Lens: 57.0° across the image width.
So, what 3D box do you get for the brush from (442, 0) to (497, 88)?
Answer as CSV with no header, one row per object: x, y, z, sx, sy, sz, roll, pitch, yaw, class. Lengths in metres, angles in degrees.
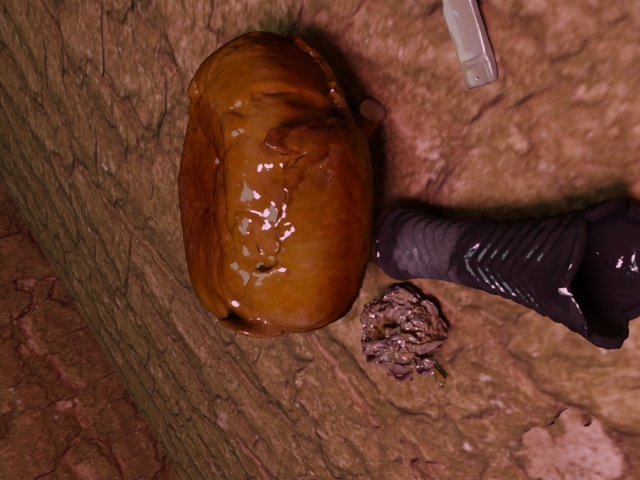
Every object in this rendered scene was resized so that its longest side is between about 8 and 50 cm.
0.109,-0.213,0.480,0.033,0.030,0.179,-6,118,39,brush

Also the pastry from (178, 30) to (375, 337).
-0.065,-0.052,0.654,0.356,0.163,0.356,170,90,-67,pastry

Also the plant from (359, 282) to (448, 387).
0.108,0.117,0.690,0.122,0.104,0.116,44,-163,-28,plant

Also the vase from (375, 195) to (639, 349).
0.151,0.013,0.517,0.237,0.115,0.116,10,120,57,vase

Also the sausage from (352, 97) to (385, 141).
0.035,-0.109,0.648,0.031,0.031,0.107,55,146,13,sausage
